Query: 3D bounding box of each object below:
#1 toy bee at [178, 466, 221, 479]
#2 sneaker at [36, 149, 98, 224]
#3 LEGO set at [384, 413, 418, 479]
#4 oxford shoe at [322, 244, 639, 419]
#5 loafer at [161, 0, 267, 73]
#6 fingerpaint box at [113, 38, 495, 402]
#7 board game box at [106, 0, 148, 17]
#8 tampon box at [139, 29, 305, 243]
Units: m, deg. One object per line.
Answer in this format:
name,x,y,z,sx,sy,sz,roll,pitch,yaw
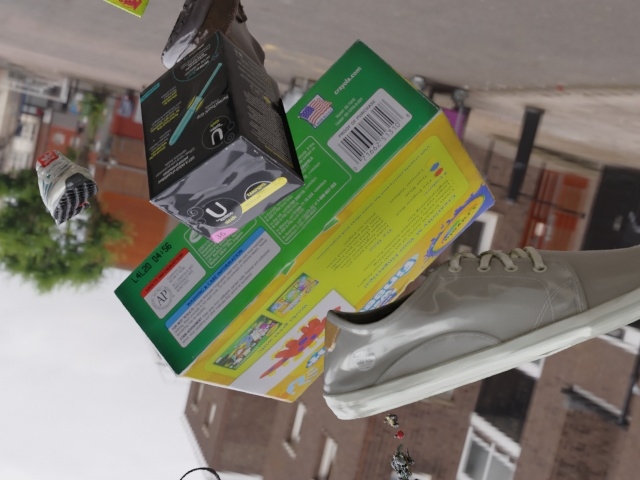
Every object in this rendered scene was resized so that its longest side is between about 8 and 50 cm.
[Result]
toy bee,-0.198,0.449,1.081,0.195,0.298,0.162,-1,-154,-26
sneaker,-0.295,-0.067,1.014,0.057,0.075,0.161,-33,-178,-18
LEGO set,0.075,0.208,0.869,0.023,0.083,0.054,-22,144,6
oxford shoe,0.202,0.064,0.979,0.449,0.130,0.169,-20,177,4
loafer,-0.125,-0.259,1.223,0.130,0.134,0.366,23,178,-4
fingerpaint box,0.000,0.000,1.242,0.163,0.445,0.371,47,-175,25
board game box,-0.294,-0.357,1.255,0.092,0.043,0.181,21,-170,-24
tampon box,-0.104,-0.104,0.921,0.101,0.120,0.161,35,-149,-44
